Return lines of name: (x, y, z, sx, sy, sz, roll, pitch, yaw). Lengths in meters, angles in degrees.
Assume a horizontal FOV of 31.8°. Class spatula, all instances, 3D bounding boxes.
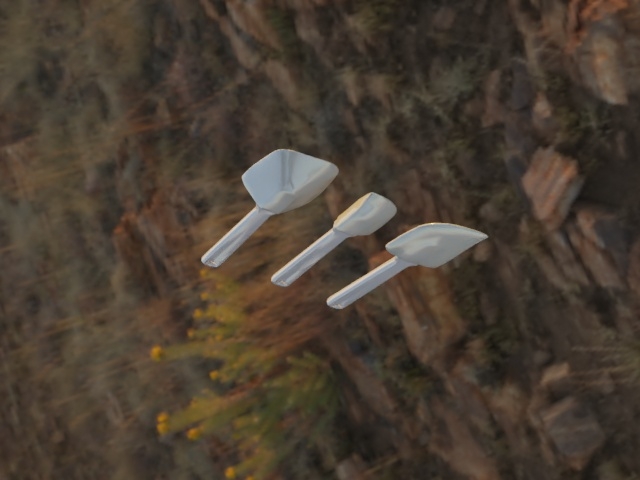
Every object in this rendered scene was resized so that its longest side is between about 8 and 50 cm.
spatula: (0.000, 0.000, 0.876, 0.242, 0.168, 0.019, 144, 141, -62)
